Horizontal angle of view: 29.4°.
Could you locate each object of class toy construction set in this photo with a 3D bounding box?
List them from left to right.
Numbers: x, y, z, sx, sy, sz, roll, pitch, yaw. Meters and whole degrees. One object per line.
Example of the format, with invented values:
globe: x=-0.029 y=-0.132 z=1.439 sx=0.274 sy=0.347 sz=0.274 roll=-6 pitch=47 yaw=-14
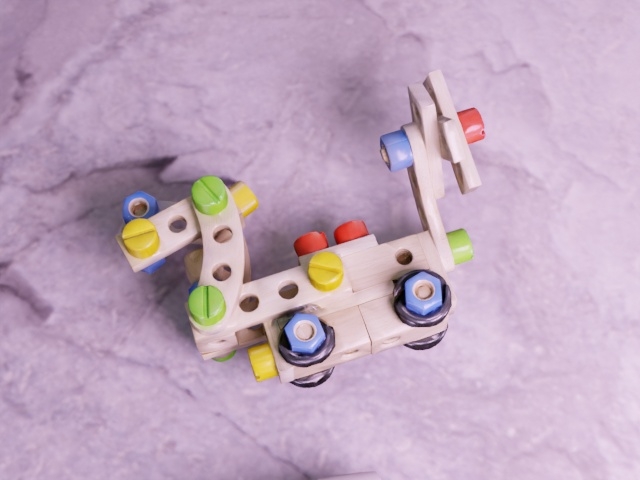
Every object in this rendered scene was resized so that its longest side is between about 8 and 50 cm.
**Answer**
toy construction set: x=0.000 y=0.000 z=1.026 sx=0.328 sy=0.151 sz=0.215 roll=-24 pitch=67 yaw=8

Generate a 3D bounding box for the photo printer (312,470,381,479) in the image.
photo printer: x=-0.002 y=0.339 z=0.898 sx=0.256 sy=0.107 sz=0.307 roll=-25 pitch=68 yaw=-5
